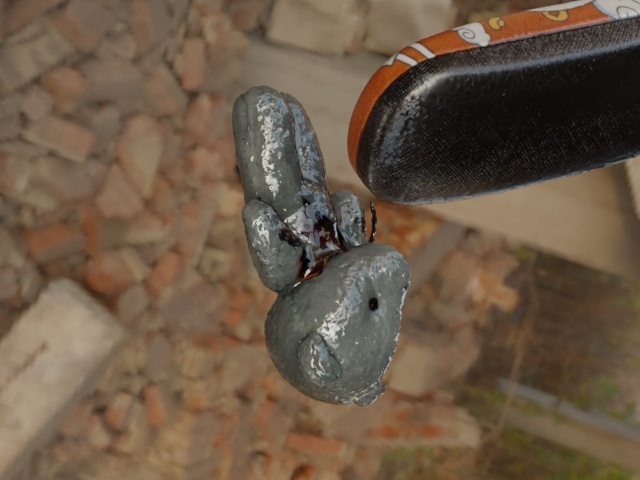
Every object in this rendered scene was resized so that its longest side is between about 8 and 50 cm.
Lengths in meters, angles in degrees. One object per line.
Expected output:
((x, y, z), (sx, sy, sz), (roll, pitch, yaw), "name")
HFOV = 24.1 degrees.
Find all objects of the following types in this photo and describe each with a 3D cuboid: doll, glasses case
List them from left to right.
((0.007, 0.001, 1.521), (0.246, 0.158, 0.340), (10, 72, -68), "doll")
((0.137, -0.085, 0.863), (0.267, 0.067, 0.103), (-14, 143, -28), "glasses case")
